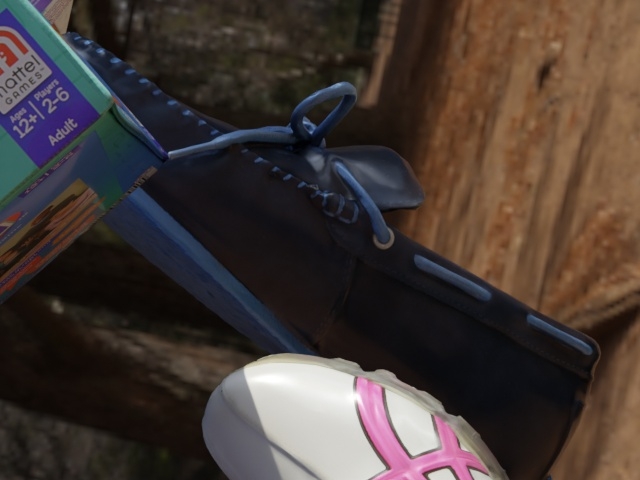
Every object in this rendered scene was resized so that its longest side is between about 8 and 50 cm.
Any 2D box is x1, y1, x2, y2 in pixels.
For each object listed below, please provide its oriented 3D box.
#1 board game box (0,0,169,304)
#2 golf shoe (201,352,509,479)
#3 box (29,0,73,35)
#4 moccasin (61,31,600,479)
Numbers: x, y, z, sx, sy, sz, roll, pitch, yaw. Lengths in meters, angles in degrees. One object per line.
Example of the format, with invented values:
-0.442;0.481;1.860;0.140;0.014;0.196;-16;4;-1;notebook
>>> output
-0.118;0.008;0.399;0.160;0.047;0.210;-41;2;-3;board game box
0.028;0.100;0.448;0.086;0.186;0.067;-19;-40;-54;golf shoe
-0.221;-0.016;0.812;0.293;0.057;0.201;-68;-2;-57;box
0.000;0.000;0.754;0.117;0.342;0.137;-55;27;-8;moccasin
